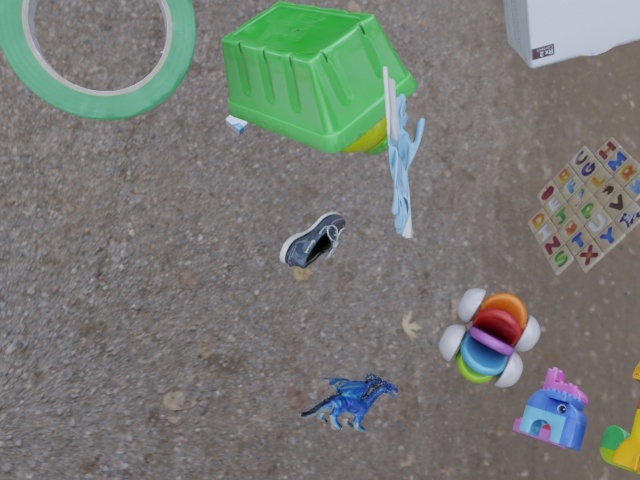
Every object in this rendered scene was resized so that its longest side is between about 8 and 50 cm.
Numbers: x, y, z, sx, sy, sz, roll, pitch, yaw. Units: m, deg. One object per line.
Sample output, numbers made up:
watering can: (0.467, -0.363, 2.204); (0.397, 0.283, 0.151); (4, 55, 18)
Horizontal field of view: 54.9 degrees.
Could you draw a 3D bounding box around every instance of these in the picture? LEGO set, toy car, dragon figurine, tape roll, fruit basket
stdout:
LEGO set: (0.258, 0.140, 0.507); (0.087, 0.227, 0.093); (30, 75, -38)
toy car: (0.320, 0.180, 1.148); (0.159, 0.136, 0.182); (28, 82, 10)
dragon figurine: (0.056, 0.366, 1.448); (0.289, 0.085, 0.144); (19, 78, -34)
tape roll: (-0.380, -0.371, 1.066); (0.321, 0.077, 0.321); (-3, 101, -15)
fruit basket: (0.014, -0.283, 1.269); (0.283, 0.392, 0.392); (-41, 96, -20)

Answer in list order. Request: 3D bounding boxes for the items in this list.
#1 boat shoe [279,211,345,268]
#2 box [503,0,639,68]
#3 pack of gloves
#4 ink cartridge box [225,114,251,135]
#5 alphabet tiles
boat shoe: (0.000, 0.000, 1.535); (0.079, 0.095, 0.254); (25, 30, 23)
box: (0.339, -0.347, 0.803); (0.119, 0.181, 0.182); (-95, 169, -55)
pack of gloves: (0.134, -0.121, 0.916); (0.046, 0.195, 0.232); (-4, 88, 13)
ink cartridge box: (-0.189, -0.307, 1.525); (0.048, 0.028, 0.083); (41, 74, 8)
alphabet tiles: (0.610, -0.083, 1.421); (0.011, 0.285, 0.342); (29, 28, -17)
